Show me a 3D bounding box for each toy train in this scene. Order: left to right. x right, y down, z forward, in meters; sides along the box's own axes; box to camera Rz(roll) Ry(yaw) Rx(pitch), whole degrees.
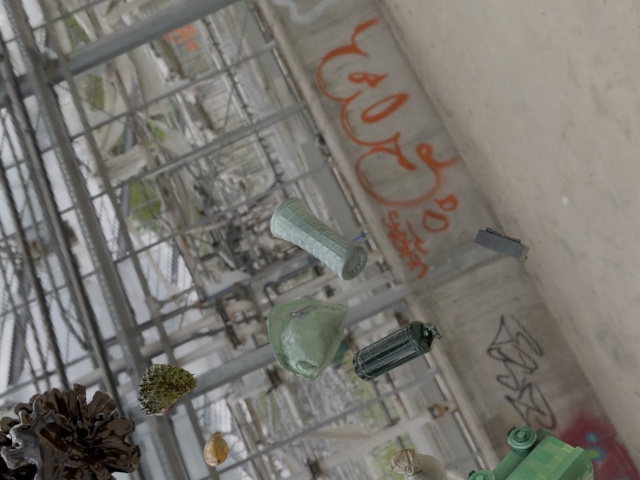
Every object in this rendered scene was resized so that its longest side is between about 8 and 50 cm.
[{"bbox_3d":[0.489,0.580,1.595,0.202,0.301,0.120,21,141,54],"label":"toy train"}]

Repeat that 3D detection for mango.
[{"bbox_3d":[-0.364,0.726,2.323,0.075,0.098,0.190,40,175,-17],"label":"mango"}]

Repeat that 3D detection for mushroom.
[{"bbox_3d":[0.266,0.614,1.776,0.225,0.116,0.093,56,-170,-52],"label":"mushroom"}]

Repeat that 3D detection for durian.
[{"bbox_3d":[-0.424,0.396,1.751,0.119,0.186,0.108,55,-153,-21],"label":"durian"}]

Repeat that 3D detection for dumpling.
[{"bbox_3d":[-0.019,0.177,1.335,0.149,0.105,0.217,55,-137,-12],"label":"dumpling"}]

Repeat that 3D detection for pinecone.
[{"bbox_3d":[-0.631,0.543,1.665,0.398,0.397,0.398,155,90,-90],"label":"pinecone"}]

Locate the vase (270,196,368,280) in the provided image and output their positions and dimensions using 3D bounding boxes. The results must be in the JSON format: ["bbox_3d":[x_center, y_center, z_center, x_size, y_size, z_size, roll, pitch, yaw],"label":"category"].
[{"bbox_3d":[0.000,0.000,1.972,0.299,0.143,0.143,36,162,35],"label":"vase"}]

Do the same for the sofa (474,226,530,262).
[{"bbox_3d":[0.536,0.010,1.965,0.147,0.060,0.085,23,-177,33],"label":"sofa"}]

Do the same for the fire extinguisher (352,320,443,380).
[{"bbox_3d":[0.224,0.302,1.880,0.095,0.311,0.114,56,-147,2],"label":"fire extinguisher"}]
